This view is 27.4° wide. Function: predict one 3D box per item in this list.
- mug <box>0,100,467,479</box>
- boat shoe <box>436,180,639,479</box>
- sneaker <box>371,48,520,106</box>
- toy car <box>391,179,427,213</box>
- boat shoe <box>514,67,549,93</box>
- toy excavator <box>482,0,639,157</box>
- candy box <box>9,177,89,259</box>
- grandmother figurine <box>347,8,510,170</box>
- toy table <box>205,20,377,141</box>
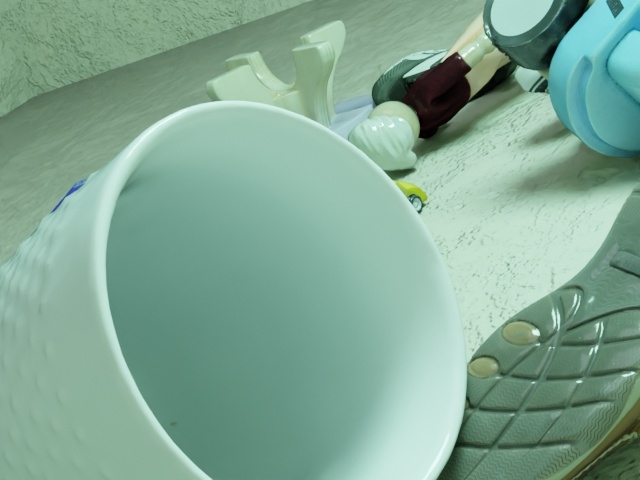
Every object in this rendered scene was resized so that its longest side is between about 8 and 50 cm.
[{"bbox_3d":[-0.117,0.138,0.865,0.328,0.276,0.374,-32,36,45],"label":"mug"},{"bbox_3d":[0.205,0.079,0.864,0.324,0.116,0.123,-44,37,-7],"label":"boat shoe"},{"bbox_3d":[0.176,-0.236,1.903,0.234,0.078,0.106,-13,17,21],"label":"sneaker"},{"bbox_3d":[0.000,0.000,1.451,0.225,0.053,0.239,-17,18,17],"label":"toy car"},{"bbox_3d":[0.375,-0.218,1.555,0.301,0.102,0.108,-21,-14,-22],"label":"boat shoe"},{"bbox_3d":[0.442,-0.219,1.249,0.433,0.222,0.445,-49,42,11],"label":"toy excavator"},{"bbox_3d":[-0.217,-0.015,1.653,0.268,0.122,0.317,-18,19,12],"label":"candy box"},{"bbox_3d":[0.166,-0.203,1.716,0.342,0.104,0.208,-40,-22,-26],"label":"grandmother figurine"},{"bbox_3d":[-0.043,-0.209,1.961,0.252,0.161,0.274,-5,23,44],"label":"toy table"}]
